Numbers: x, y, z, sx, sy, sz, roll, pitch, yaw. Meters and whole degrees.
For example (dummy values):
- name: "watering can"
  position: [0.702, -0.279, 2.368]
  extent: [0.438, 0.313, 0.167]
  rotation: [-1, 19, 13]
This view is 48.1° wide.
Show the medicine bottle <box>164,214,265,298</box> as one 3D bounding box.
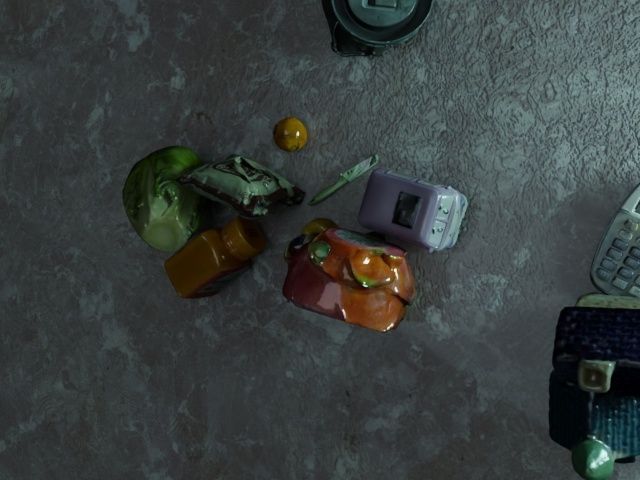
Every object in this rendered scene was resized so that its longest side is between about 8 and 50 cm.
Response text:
- name: "medicine bottle"
  position: [-0.247, 0.041, 1.736]
  extent: [0.222, 0.149, 0.112]
  rotation: [-36, 75, 22]

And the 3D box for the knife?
- name: "knife"
  position: [0.051, -0.139, 1.666]
  extent: [0.207, 0.014, 0.030]
  rotation: [-32, 75, 21]

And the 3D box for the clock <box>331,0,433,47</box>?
- name: "clock"
  position: [0.134, -0.537, 1.570]
  extent: [0.226, 0.049, 0.226]
  rotation: [0, 89, 2]

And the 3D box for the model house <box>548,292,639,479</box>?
- name: "model house"
  position: [0.518, 0.259, 1.260]
  extent: [0.243, 0.284, 0.299]
  rotation: [2, 94, 33]

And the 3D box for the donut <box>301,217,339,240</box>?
- name: "donut"
  position: [0.000, 0.000, 1.673]
  extent: [0.097, 0.043, 0.108]
  rotation: [-14, 87, 27]

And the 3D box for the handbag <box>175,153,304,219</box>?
- name: "handbag"
  position: [-0.186, -0.127, 1.684]
  extent: [0.235, 0.213, 0.127]
  rotation: [30, 121, 24]

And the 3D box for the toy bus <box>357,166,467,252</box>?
- name: "toy bus"
  position: [0.194, -0.064, 1.517]
  extent: [0.202, 0.142, 0.142]
  rotation: [20, 97, 26]

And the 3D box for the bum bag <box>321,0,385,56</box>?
- name: "bum bag"
  position: [0.052, -0.555, 1.639]
  extent: [0.142, 0.079, 0.326]
  rotation: [-24, 78, 14]

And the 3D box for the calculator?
- name: "calculator"
  position: [0.625, 0.012, 1.351]
  extent: [0.177, 0.040, 0.268]
  rotation: [33, 104, 24]

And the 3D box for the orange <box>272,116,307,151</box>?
- name: "orange"
  position: [-0.071, -0.250, 1.695]
  extent: [0.083, 0.083, 0.084]
  rotation: [-1, 88, 27]

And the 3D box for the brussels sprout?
- name: "brussels sprout"
  position: [-0.374, -0.095, 1.756]
  extent: [0.219, 0.210, 0.271]
  rotation: [-23, 40, 19]

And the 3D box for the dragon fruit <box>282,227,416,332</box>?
- name: "dragon fruit"
  position: [0.062, 0.068, 1.509]
  extent: [0.290, 0.290, 0.189]
  rotation: [15, 95, 27]
